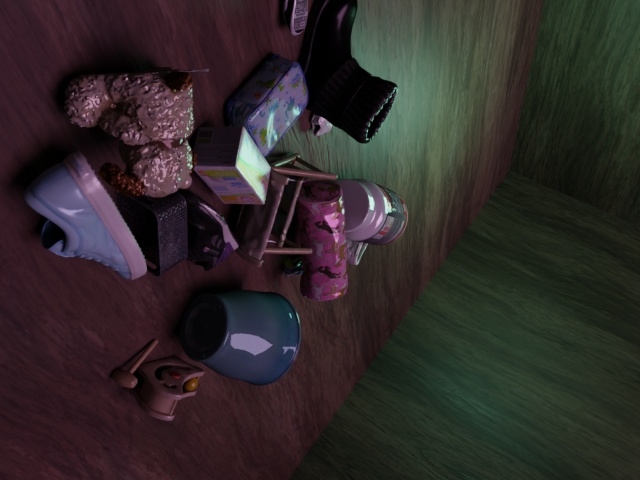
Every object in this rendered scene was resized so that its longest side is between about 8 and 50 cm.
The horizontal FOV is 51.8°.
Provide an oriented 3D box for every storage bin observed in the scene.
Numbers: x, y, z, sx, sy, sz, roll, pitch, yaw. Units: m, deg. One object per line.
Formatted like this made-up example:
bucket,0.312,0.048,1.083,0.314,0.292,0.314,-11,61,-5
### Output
storage bin,-0.356,-0.029,1.409,0.084,0.122,0.180,-39,148,-42

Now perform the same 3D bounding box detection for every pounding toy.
pounding toy,-0.395,0.358,1.719,0.269,0.154,0.155,0,117,-64

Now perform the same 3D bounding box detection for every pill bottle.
pill bottle,0.151,-0.097,2.248,0.210,0.210,0.363,-64,157,7

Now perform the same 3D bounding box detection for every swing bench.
swing bench,-0.117,-0.091,1.783,0.254,0.165,0.253,-12,127,-55

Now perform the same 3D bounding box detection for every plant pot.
plant pot,-0.237,0.253,1.823,0.255,0.271,0.272,23,95,-51

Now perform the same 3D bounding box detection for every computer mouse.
computer mouse,-0.060,-0.572,1.516,0.106,0.042,0.193,-37,141,-52

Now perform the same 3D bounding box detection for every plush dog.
plush dog,-0.295,-0.190,1.192,0.262,0.210,0.225,-26,120,-51

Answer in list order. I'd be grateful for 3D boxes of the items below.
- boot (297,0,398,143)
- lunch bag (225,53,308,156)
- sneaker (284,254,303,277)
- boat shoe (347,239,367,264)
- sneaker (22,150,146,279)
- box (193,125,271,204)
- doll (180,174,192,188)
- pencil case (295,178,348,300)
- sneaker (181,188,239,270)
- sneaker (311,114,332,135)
boot,0.085,-0.445,1.666,0.131,0.260,0.348,-18,132,-58
lunch bag,-0.125,-0.321,1.595,0.219,0.090,0.176,-54,154,-17
sneaker,-0.071,0.079,2.197,0.144,0.053,0.059,-21,134,-44
boat shoe,0.179,-0.029,2.522,0.277,0.096,0.098,-59,156,-5
sneaker,-0.452,-0.020,1.262,0.150,0.135,0.366,-30,147,-13
box,-0.203,-0.171,1.538,0.203,0.114,0.103,58,38,-64
doll,-0.316,-0.178,1.399,0.189,0.046,0.129,79,24,-52
pencil case,0.000,0.000,2.034,0.160,0.167,0.386,-79,168,-56
sneaker,-0.289,-0.008,1.601,0.124,0.107,0.283,-48,154,-14
sneaker,0.006,-0.359,1.864,0.061,0.053,0.152,-39,149,-36
